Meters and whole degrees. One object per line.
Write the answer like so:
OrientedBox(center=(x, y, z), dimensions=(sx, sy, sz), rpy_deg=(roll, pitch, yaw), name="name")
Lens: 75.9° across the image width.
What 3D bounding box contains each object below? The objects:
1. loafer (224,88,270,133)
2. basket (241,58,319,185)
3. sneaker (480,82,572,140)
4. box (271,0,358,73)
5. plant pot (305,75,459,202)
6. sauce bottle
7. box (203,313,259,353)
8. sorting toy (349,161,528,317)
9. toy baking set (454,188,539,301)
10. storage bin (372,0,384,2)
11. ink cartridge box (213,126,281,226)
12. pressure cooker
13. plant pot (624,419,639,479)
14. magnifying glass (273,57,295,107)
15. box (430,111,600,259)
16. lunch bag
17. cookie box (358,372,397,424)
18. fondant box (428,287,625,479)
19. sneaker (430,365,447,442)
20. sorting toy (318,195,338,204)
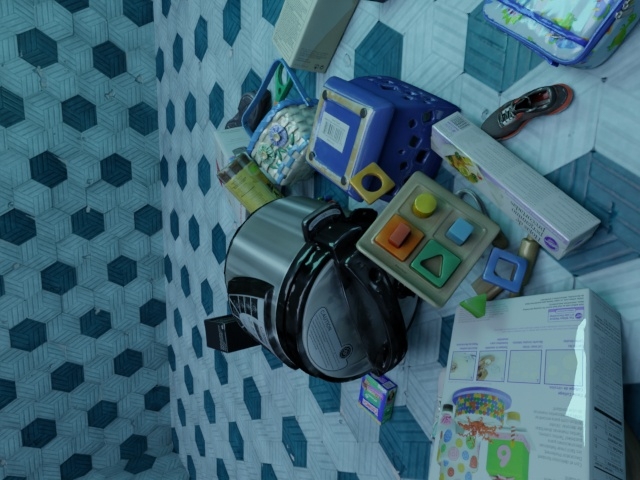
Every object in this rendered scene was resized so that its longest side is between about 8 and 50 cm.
OrientedBox(center=(-0.260, -0.433, 1.488), dimensions=(0.109, 0.095, 0.303), rpy_deg=(48, 145, -3), name="loafer")
OrientedBox(center=(-0.102, -0.325, 1.164), dimensions=(0.254, 0.201, 0.288), rpy_deg=(-48, 65, 42), name="basket")
OrientedBox(center=(0.332, -0.221, 0.697), dimensions=(0.158, 0.065, 0.061), rpy_deg=(-26, 74, 52), name="sneaker")
OrientedBox(center=(-0.001, -0.612, 1.052), dimensions=(0.311, 0.121, 0.147), rpy_deg=(-54, 53, 43), name="box")
OrientedBox(center=(0.110, -0.218, 0.881), dimensions=(0.236, 0.212, 0.235), rpy_deg=(45, 130, 41), name="plant pot")
OrientedBox(center=(-0.150, -0.098, 1.213), dimensions=(0.344, 0.111, 0.112), rpy_deg=(48, 149, -19), name="sauce bottle")
OrientedBox(center=(-0.233, 0.293, 1.387), dimensions=(0.184, 0.262, 0.103), rpy_deg=(-6, 90, 55), name="box")
OrientedBox(center=(0.187, -0.012, 0.706), dimensions=(0.348, 0.196, 0.047), rpy_deg=(37, 167, 13), name="sorting toy")
OrientedBox(center=(0.317, -0.006, 0.779), dimensions=(0.197, 0.030, 0.255), rpy_deg=(35, 122, 46), name="toy baking set")
OrientedBox(center=(0.112, -0.586, 0.900), dimensions=(0.091, 0.135, 0.098), rpy_deg=(-17, 81, 64), name="storage bin")
OrientedBox(center=(-0.257, -0.209, 1.420), dimensions=(0.306, 0.131, 0.226), rpy_deg=(58, 153, 29), name="ink cartridge box")
OrientedBox(center=(0.019, 0.098, 0.923), dimensions=(0.421, 0.370, 0.374), rpy_deg=(24, 94, 49), name="pressure cooker")
OrientedBox(center=(0.381, 0.359, 0.678), dimensions=(0.238, 0.110, 0.236), rpy_deg=(13, 106, 52), name="plant pot")
OrientedBox(center=(-0.129, -0.476, 1.338), dimensions=(0.092, 0.026, 0.230), rpy_deg=(45, 127, 41), name="magnifying glass")
OrientedBox(center=(0.317, -0.107, 0.713), dimensions=(0.324, 0.067, 0.063), rpy_deg=(54, 171, 33), name="box")
OrientedBox(center=(0.365, -0.371, 0.612), dimensions=(0.218, 0.090, 0.176), rpy_deg=(59, 140, 32), name="lunch bag")
OrientedBox(center=(0.146, 0.403, 1.067), dimensions=(0.092, 0.040, 0.107), rpy_deg=(27, 117, 49), name="cookie box")
OrientedBox(center=(0.310, 0.252, 0.632), dimensions=(0.238, 0.096, 0.329), rpy_deg=(-23, 41, 53), name="fondant box")
OrientedBox(center=(0.265, 0.373, 0.853), dimensions=(0.080, 0.094, 0.211), rpy_deg=(-2, 93, 56), name="sneaker")
OrientedBox(center=(0.010, -0.099, 1.180), dimensions=(0.102, 0.042, 0.061), rpy_deg=(13, 105, 53), name="sorting toy")
